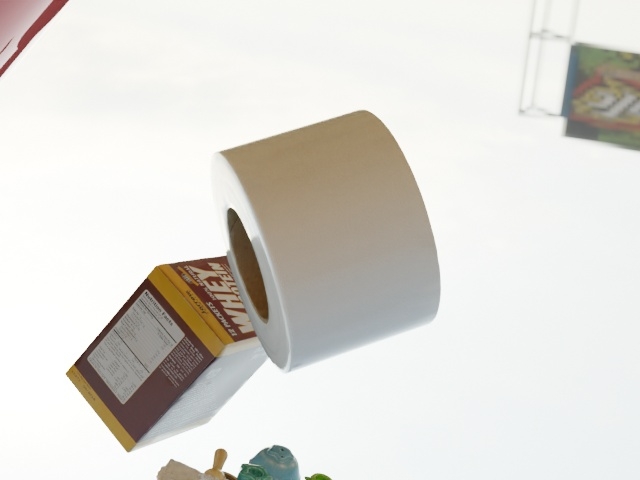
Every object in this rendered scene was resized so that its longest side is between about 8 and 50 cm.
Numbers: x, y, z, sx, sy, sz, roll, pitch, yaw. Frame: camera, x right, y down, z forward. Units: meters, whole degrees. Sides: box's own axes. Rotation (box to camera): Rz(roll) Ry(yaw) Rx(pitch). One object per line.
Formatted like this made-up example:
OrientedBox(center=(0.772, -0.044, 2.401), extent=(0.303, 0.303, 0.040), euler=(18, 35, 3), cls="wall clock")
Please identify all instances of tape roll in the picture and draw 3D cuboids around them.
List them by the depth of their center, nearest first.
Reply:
OrientedBox(center=(0.000, 0.000, 1.303), extent=(0.169, 0.246, 0.246), euler=(-18, -153, -15), cls="tape roll")

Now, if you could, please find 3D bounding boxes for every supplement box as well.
OrientedBox(center=(-0.166, 0.133, 1.514), extent=(0.129, 0.194, 0.191), euler=(48, -159, 15), cls="supplement box")

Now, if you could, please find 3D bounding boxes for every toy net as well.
OrientedBox(center=(-0.089, 0.282, 1.398), extent=(0.122, 0.045, 0.232), euler=(34, -158, 36), cls="toy net")

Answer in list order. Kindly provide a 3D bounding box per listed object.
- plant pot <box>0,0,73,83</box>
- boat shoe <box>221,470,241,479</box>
OrientedBox(center=(-0.210, -0.157, 0.509), extent=(0.243, 0.275, 0.275), euler=(-25, -175, 32), cls="plant pot")
OrientedBox(center=(-0.077, 0.313, 1.365), extent=(0.063, 0.059, 0.170), euler=(-25, -144, -31), cls="boat shoe")
